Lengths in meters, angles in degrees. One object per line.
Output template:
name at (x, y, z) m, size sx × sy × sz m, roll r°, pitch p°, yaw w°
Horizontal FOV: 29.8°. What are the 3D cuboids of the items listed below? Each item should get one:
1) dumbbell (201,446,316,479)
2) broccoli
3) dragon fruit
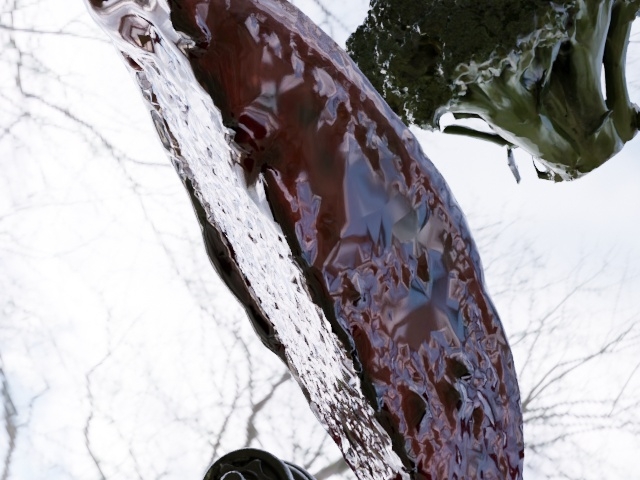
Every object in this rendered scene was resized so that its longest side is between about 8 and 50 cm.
dumbbell at (-0.053, 0.221, 1.004) m, size 0.110 × 0.254 × 0.110 m, roll -2°, pitch -111°, yaw 4°
broccoli at (0.170, -0.184, 1.097) m, size 0.283 × 0.321 × 0.304 m, roll 58°, pitch -21°, yaw -12°
dragon fruit at (0.000, 0.000, 0.564) m, size 0.100 × 0.282 × 0.344 m, roll -32°, pitch -72°, yaw -13°
